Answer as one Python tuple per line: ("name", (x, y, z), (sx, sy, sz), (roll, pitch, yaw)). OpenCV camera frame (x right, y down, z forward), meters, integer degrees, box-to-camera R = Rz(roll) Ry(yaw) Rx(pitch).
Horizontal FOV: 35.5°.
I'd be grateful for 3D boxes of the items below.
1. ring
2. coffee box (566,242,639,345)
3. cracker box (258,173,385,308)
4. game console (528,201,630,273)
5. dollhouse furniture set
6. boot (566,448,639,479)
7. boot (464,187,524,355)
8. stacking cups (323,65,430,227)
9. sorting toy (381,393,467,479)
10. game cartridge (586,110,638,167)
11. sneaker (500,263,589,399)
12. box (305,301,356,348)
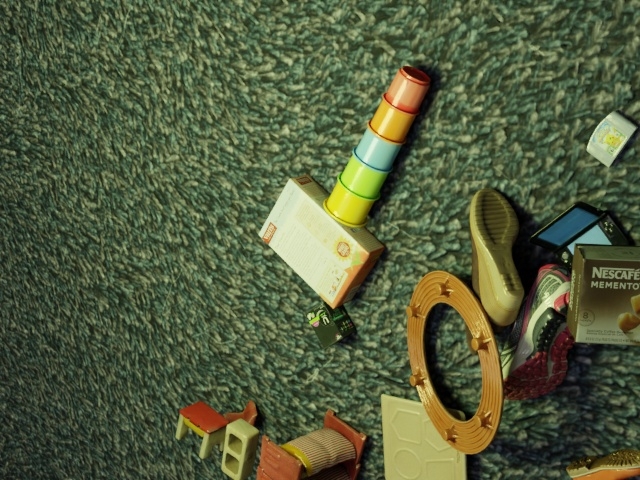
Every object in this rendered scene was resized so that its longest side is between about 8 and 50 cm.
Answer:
("ring", (0.230, 0.221, 1.812), (0.336, 0.032, 0.337), (172, 90, -68))
("coffee box", (0.516, 0.084, 1.545), (0.246, 0.098, 0.141), (3, 106, 5))
("cracker box", (0.000, 0.000, 2.012), (0.232, 0.067, 0.156), (44, 124, 19))
("game console", (0.432, 0.003, 1.675), (0.122, 0.071, 0.107), (-42, 76, 38))
("dollhouse furniture set", (-0.111, 0.418, 2.141), (0.374, 0.201, 0.152), (28, 119, 36))
("boot", (0.513, 0.414, 1.742), (0.158, 0.059, 0.085), (-28, 88, 48))
("boot", (0.286, 0.056, 1.784), (0.207, 0.090, 0.248), (112, 156, -55))
("stacking cups", (0.110, -0.179, 1.873), (0.096, 0.096, 0.316), (38, 118, 23))
("sorting toy", (0.209, 0.410, 1.990), (0.208, 0.038, 0.193), (8, 107, 41))
("game cartridge", (0.473, -0.167, 1.632), (0.056, 0.017, 0.083), (44, 125, 24))
("sneaker", (0.381, 0.173, 1.751), (0.112, 0.120, 0.299), (-106, 30, -44))
("box", (0.021, 0.168, 2.052), (0.062, 0.052, 0.083), (-35, 82, 40))
